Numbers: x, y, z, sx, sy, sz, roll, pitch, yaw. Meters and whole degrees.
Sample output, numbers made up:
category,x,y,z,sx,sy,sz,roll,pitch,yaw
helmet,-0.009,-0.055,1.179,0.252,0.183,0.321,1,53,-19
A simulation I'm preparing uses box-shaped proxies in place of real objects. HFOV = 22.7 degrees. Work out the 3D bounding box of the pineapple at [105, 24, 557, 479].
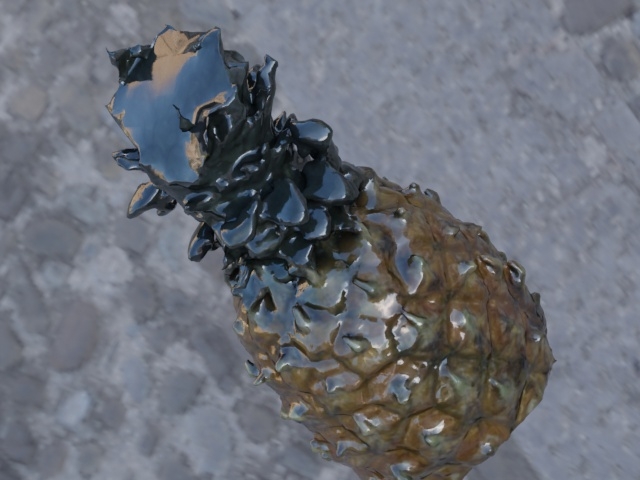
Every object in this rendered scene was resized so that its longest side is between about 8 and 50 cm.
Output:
category,x,y,z,sx,sy,sz,roll,pitch,yaw
pineapple,0.000,0.000,0.812,0.158,0.278,0.158,-28,31,19
